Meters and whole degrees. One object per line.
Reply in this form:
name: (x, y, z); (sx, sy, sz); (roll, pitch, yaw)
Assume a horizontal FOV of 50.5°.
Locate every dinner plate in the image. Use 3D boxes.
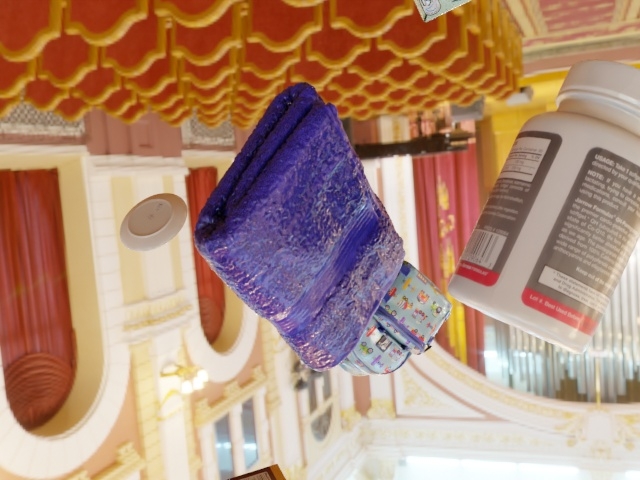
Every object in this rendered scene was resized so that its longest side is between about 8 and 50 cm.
dinner plate: (-0.321, -0.040, 1.294); (0.141, 0.141, 0.017); (-3, 142, 16)

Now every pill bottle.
pill bottle: (0.294, -0.043, 0.810); (0.176, 0.319, 0.176); (25, 180, 0)

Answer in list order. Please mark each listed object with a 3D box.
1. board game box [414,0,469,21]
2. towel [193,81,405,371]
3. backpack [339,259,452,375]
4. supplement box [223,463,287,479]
board game box: (0.206, -0.397, 0.712); (0.317, 0.214, 0.046); (-17, -160, 37)
towel: (0.000, 0.000, 0.784); (0.076, 0.228, 0.308); (13, 154, 35)
backpack: (0.091, 0.124, 1.022); (0.173, 0.158, 0.117); (-50, -154, -15)
supplement box: (-0.155, 0.552, 1.271); (0.194, 0.191, 0.129); (-6, -141, -34)
